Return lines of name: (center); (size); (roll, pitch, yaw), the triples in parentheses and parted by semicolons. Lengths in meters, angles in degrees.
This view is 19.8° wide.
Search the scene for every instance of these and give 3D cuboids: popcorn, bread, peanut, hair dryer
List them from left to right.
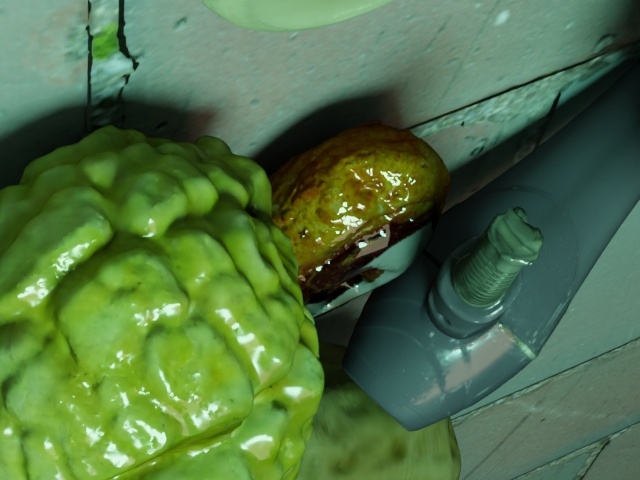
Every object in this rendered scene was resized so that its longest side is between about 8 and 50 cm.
popcorn: (-0.112, 0.067, 1.010); (0.270, 0.224, 0.258); (5, 146, -41)
peanut: (-0.052, 0.154, 1.337); (0.387, 0.192, 0.169); (9, 103, -45)
bread: (-0.006, 0.001, 1.183); (0.139, 0.095, 0.269); (-16, 170, -23)
hair dryer: (0.131, 0.001, 1.151); (0.301, 0.121, 0.361); (-47, 176, 3)

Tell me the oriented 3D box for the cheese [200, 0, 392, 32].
cheese: (0.040, -0.165, 0.899); (0.227, 0.064, 0.137); (-14, 155, -34)
